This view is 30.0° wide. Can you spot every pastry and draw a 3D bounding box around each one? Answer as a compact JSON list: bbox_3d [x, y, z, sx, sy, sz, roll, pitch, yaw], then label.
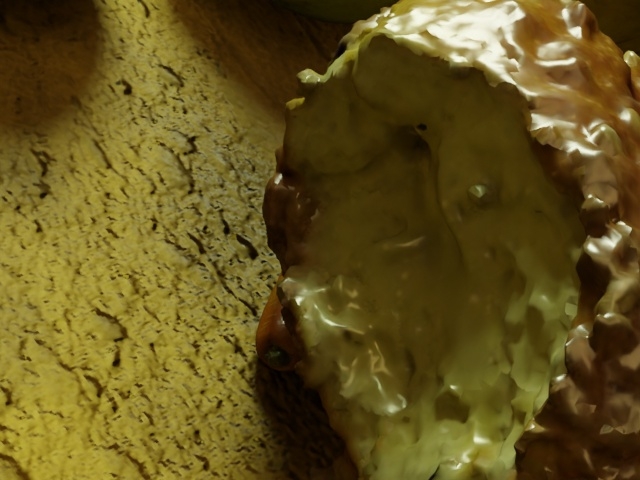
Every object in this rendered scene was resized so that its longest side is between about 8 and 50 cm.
[{"bbox_3d":[0.139,0.048,0.730,0.337,0.292,0.405,16,45,-46],"label":"pastry"}]

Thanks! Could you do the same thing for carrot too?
[{"bbox_3d":[0.000,0.000,0.860,0.043,0.043,0.248,28,44,-9],"label":"carrot"}]

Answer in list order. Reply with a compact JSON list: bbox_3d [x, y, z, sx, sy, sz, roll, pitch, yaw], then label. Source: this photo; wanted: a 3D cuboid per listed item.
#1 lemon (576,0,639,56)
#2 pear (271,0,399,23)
[{"bbox_3d":[0.262,-0.311,1.129,0.245,0.245,0.319,1,48,-31],"label":"lemon"},{"bbox_3d":[0.015,-0.287,0.982,0.269,0.212,0.212,8,49,-5],"label":"pear"}]
